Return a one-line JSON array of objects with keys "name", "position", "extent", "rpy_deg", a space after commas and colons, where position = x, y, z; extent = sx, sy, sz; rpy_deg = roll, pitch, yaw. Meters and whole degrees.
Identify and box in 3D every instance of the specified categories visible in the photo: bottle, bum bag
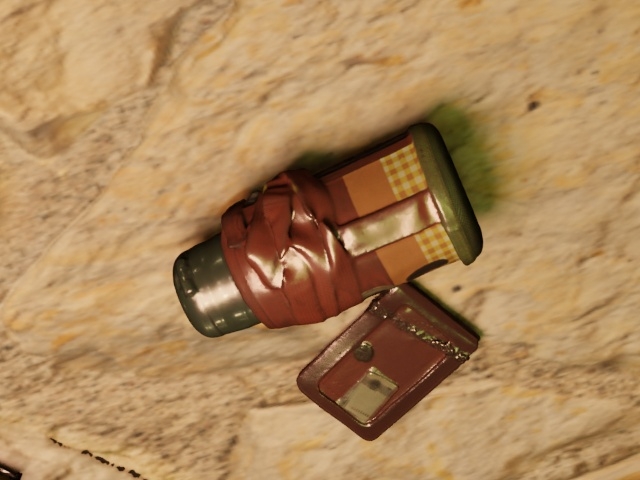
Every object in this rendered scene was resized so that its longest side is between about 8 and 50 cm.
[{"name": "bottle", "position": [0.000, 0.000, 1.745], "extent": [0.271, 0.143, 0.156], "rpy_deg": [-23, 153, 5]}, {"name": "bum bag", "position": [0.062, 0.114, 1.861], "extent": [0.109, 0.026, 0.159], "rpy_deg": [39, 113, -18]}]

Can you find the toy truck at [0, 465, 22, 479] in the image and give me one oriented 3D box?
[{"name": "toy truck", "position": [-0.303, 0.283, 1.872], "extent": [0.257, 0.127, 0.127], "rpy_deg": [23, 97, -11]}]
